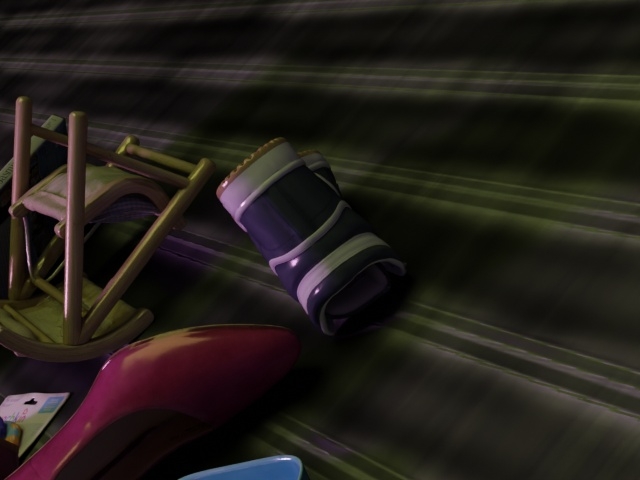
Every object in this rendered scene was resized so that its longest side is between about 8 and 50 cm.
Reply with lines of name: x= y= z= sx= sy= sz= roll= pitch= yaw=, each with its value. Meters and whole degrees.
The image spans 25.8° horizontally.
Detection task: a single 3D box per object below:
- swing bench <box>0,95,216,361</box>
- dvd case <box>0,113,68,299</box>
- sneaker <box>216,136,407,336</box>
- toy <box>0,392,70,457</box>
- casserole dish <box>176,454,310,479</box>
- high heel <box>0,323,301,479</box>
swing bench: x=-0.268 y=-0.005 z=1.514 sx=0.253 sy=0.165 sz=0.255 roll=21 pitch=91 yaw=62
dvd case: x=-0.378 y=-0.012 z=1.706 sx=0.022 sy=0.180 sz=0.253 roll=21 pitch=50 yaw=15
sneaker: x=0.000 y=0.000 z=1.233 sx=0.099 sy=0.153 sz=0.282 roll=-42 pitch=-6 yaw=4
toy: x=-0.371 y=0.231 z=1.418 sx=0.137 sy=0.056 sz=0.237 roll=-8 pitch=40 yaw=48
casserole dish: x=-0.074 y=0.219 z=1.026 sx=0.188 sy=0.037 sz=0.114 roll=-19 pitch=32 yaw=39
high heel: x=-0.168 y=0.205 z=1.157 sx=0.377 sy=0.127 sz=0.181 roll=-27 pitch=56 yaw=20
